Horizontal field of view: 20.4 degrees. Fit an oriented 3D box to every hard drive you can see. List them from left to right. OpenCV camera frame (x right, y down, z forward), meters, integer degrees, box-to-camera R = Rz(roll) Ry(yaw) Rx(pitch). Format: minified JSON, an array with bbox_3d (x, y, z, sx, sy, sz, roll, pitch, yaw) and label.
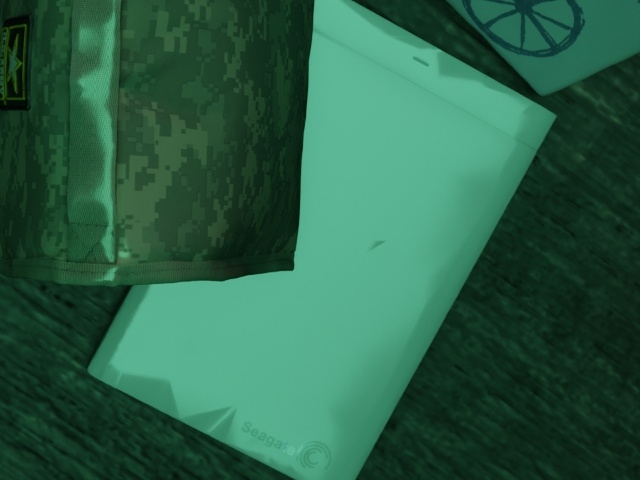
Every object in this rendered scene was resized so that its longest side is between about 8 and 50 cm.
[{"bbox_3d":[0.000,0.000,1.229,0.203,0.040,0.307,28,94,-9],"label":"hard drive"}]

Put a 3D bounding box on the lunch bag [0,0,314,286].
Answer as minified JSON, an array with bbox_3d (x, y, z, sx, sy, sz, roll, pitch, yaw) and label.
[{"bbox_3d":[-0.105,-0.093,1.056,0.169,0.287,0.235,4,91,10],"label":"lunch bag"}]

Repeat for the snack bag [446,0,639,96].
[{"bbox_3d":[0.115,-0.246,1.070,0.342,0.323,0.037,41,61,-14],"label":"snack bag"}]
